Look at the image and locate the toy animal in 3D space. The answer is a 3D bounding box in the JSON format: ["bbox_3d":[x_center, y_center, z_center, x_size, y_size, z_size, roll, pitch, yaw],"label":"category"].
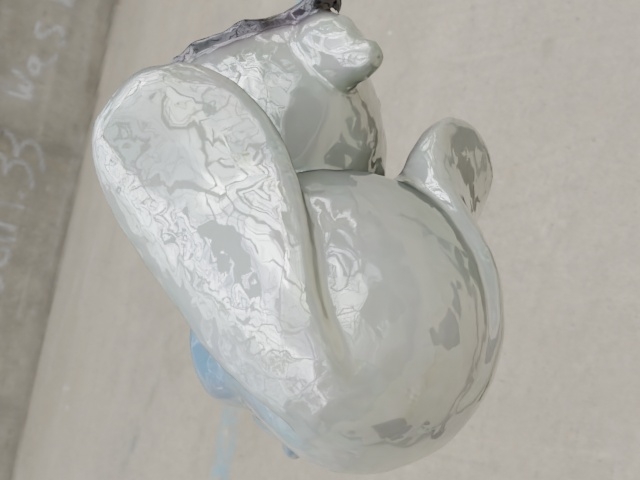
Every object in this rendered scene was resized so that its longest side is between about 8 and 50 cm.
[{"bbox_3d":[0.007,-0.012,0.578,0.289,0.249,0.174,53,138,15],"label":"toy animal"}]
